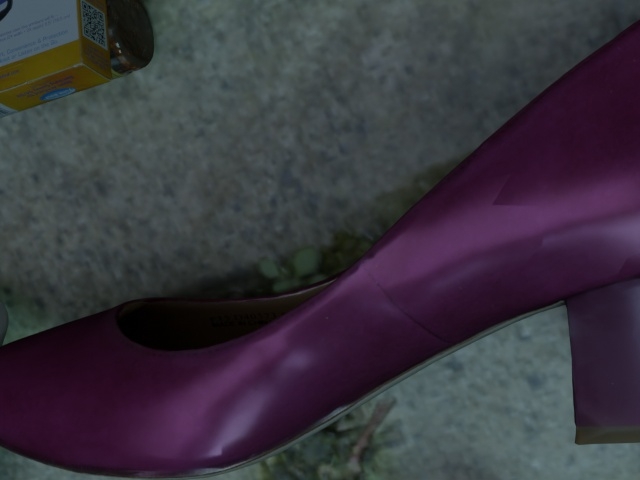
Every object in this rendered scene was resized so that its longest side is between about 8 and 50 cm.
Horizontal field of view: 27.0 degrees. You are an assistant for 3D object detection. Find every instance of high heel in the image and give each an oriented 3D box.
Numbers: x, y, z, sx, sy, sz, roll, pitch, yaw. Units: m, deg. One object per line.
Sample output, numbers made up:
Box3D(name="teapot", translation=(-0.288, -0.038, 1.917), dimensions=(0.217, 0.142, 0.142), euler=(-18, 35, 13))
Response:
Box3D(name="high heel", translation=(0.000, 0.000, 0.591), dimensions=(0.377, 0.127, 0.181), euler=(-6, 103, 12))

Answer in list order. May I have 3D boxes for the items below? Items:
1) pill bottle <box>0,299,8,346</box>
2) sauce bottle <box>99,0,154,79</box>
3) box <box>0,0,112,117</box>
Box3D(name="pill bottle", translation=(-0.229, 0.106, 0.705), dimensions=(0.108, 0.108, 0.180), euler=(29, 113, 9))
Box3D(name="sauce bottle", translation=(-0.144, -0.087, 0.653), dimensions=(0.128, 0.042, 0.042), euler=(-14, 101, 25))
Box3D(name="box", translation=(-0.141, -0.128, 0.622), dimensions=(0.081, 0.028, 0.136), euler=(-14, 70, 23))
